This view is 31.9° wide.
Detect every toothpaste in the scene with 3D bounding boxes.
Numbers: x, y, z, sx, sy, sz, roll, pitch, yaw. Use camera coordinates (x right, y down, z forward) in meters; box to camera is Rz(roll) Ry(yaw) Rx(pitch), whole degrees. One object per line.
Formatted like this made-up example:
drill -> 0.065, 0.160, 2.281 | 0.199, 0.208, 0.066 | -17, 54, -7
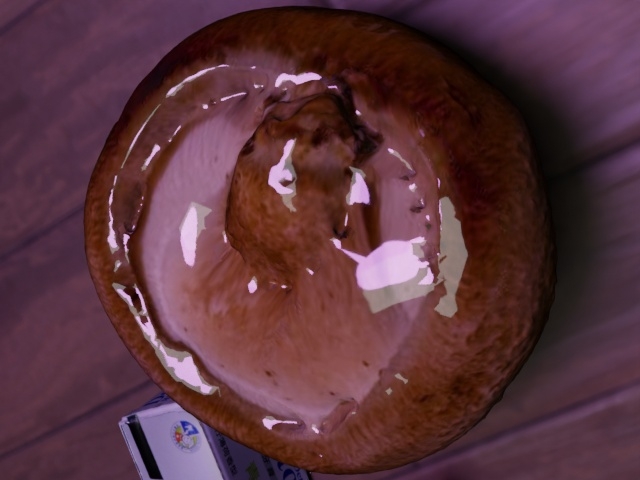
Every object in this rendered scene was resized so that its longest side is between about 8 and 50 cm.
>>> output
toothpaste -> -0.019, 0.240, 0.702 | 0.067, 0.081, 0.337 | -17, 99, 29

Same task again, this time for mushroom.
mushroom -> 0.000, 0.000, 0.578 | 0.253, 0.153, 0.253 | 7, 105, 28
